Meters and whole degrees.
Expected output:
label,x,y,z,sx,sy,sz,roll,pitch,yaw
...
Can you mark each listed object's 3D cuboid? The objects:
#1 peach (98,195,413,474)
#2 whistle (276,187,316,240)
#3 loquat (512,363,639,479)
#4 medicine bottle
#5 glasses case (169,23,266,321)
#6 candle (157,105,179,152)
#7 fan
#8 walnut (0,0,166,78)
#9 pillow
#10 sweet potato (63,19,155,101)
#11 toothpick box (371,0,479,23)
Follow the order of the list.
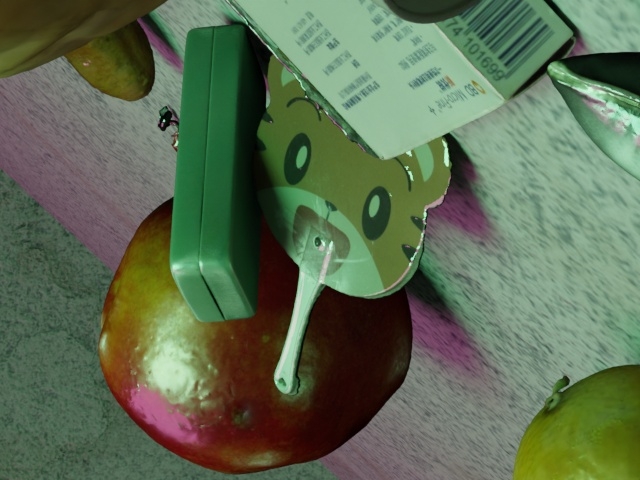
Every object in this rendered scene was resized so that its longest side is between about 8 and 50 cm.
label,x,y,z,sx,sy,sz,roll,pitch,yaw
peach,-0.045,0.065,1.118,0.243,0.243,0.199,40,134,22
whistle,0.002,-0.031,0.983,0.090,0.090,0.158,54,173,-37
loquat,0.173,0.137,0.832,0.141,0.141,0.141,43,169,11
medicine bottle,0.014,-0.117,0.701,0.171,0.052,0.201,46,168,-5
glasses case,-0.063,-0.044,0.963,0.039,0.184,0.077,-4,150,10
candle,-0.115,-0.068,1.413,0.026,0.021,0.167,34,165,41
fan,0.000,0.000,0.918,0.152,0.008,0.226,36,124,31
walnut,-0.091,-0.175,0.304,0.285,0.285,0.296,44,141,4
pillow,0.148,-0.030,0.530,0.136,0.055,0.091,36,168,43
sweet potato,-0.245,-0.231,1.094,0.354,0.095,0.106,52,-152,-17
toothpick box,0.000,-0.149,0.515,0.149,0.098,0.098,37,167,31
